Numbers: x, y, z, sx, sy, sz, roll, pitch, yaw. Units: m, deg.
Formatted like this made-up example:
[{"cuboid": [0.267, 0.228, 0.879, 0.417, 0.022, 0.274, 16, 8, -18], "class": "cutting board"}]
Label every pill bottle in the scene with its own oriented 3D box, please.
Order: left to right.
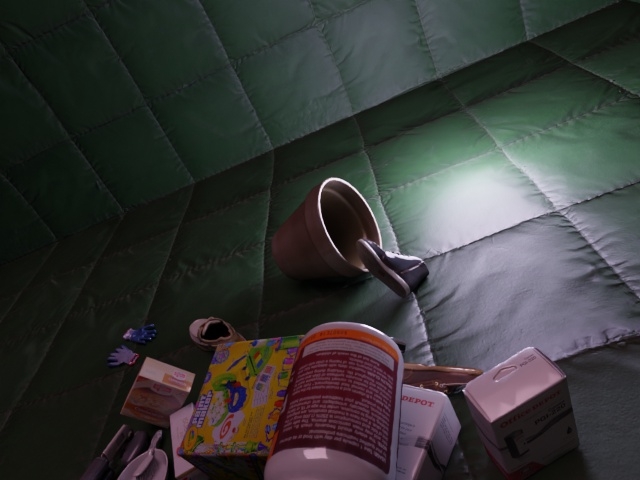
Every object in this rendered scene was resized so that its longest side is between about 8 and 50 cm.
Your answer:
[{"cuboid": [0.027, 0.360, 0.912, 0.224, 0.224, 0.392, -13, 34, 23], "class": "pill bottle"}]

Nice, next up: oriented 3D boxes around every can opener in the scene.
[{"cuboid": [-0.557, 0.609, 1.331, 0.095, 0.076, 0.283, -4, 28, 19], "class": "can opener"}]

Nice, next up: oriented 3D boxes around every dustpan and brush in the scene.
[{"cuboid": [-0.449, 0.578, 1.331, 0.147, 0.060, 0.211, -18, 10, 7], "class": "dustpan and brush"}]

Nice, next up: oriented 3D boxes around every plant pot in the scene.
[{"cuboid": [0.000, 0.000, 1.673, 0.280, 0.323, 0.323, -28, 25, 34], "class": "plant pot"}]

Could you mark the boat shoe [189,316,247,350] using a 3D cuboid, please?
[{"cuboid": [-0.337, 0.297, 1.633, 0.302, 0.103, 0.113, 8, 45, 45], "class": "boat shoe"}]

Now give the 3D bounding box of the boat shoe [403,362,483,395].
[{"cuboid": [0.271, 0.322, 1.168, 0.206, 0.073, 0.073, -7, 73, 36], "class": "boat shoe"}]

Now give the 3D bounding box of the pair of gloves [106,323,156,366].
[{"cuboid": [-0.689, 0.384, 1.857, 0.159, 0.023, 0.198, -2, 40, 33], "class": "pair of gloves"}]

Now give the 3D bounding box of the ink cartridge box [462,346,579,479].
[{"cuboid": [0.371, 0.323, 0.930, 0.158, 0.218, 0.092, -30, 31, -4], "class": "ink cartridge box"}]

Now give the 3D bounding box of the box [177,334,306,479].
[{"cuboid": [-0.136, 0.402, 1.210, 0.279, 0.177, 0.290, -10, 43, 26], "class": "box"}]

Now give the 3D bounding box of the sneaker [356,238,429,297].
[{"cuboid": [0.213, 0.061, 1.526, 0.118, 0.083, 0.222, -35, 72, -28], "class": "sneaker"}]

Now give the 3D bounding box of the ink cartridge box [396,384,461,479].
[{"cuboid": [0.142, 0.438, 1.036, 0.197, 0.114, 0.273, 1, 42, 39], "class": "ink cartridge box"}]

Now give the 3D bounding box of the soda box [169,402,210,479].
[{"cuboid": [-0.336, 0.529, 1.315, 0.073, 0.069, 0.216, -30, 31, -5], "class": "soda box"}]

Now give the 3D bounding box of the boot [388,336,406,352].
[{"cuboid": [0.122, 0.326, 1.239, 0.085, 0.236, 0.179, -16, 71, 48], "class": "boot"}]

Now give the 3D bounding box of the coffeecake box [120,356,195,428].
[{"cuboid": [-0.451, 0.425, 1.407, 0.185, 0.142, 0.068, -57, 16, 30], "class": "coffeecake box"}]
